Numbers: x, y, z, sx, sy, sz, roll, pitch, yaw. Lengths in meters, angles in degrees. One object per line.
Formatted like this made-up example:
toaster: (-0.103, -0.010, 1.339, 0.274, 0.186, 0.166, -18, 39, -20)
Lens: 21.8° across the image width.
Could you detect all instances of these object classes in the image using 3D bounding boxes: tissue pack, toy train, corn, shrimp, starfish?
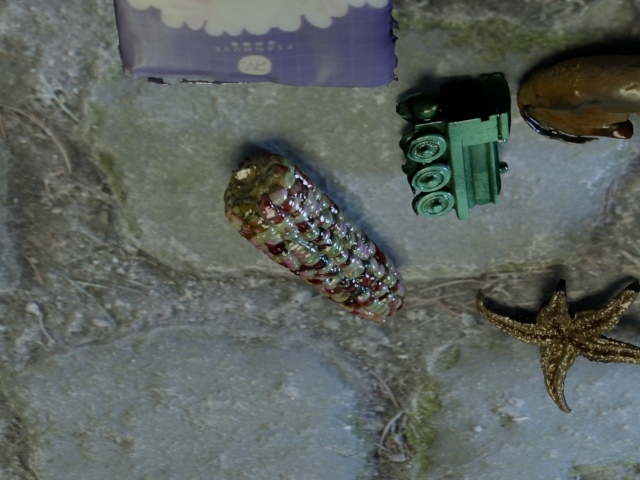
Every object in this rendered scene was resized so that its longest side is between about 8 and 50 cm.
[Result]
tissue pack: (-0.053, -0.272, 1.308, 0.242, 0.125, 0.343, 3, 144, 2)
toy train: (0.132, -0.085, 1.608, 0.111, 0.071, 0.170, -9, 144, 3)
corn: (0.000, 0.000, 1.724, 0.092, 0.092, 0.280, -19, 144, 27)
shrimp: (0.310, -0.139, 1.529, 0.262, 0.066, 0.117, 1, 162, 27)
starfish: (0.277, 0.111, 1.884, 0.213, 0.057, 0.238, 9, 140, 4)
